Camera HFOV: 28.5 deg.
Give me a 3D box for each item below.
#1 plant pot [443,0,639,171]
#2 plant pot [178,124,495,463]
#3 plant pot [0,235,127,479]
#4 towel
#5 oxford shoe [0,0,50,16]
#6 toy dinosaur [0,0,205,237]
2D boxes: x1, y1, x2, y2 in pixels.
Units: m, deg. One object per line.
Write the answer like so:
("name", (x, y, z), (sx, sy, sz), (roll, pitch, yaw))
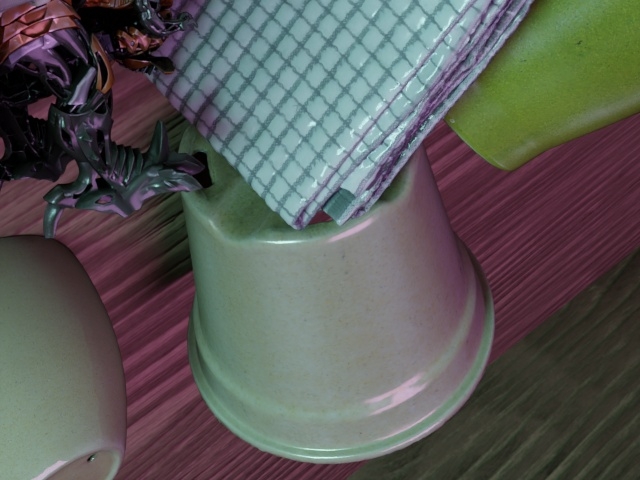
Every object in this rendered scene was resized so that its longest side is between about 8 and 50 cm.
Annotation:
("plant pot", (0.238, -0.255, 1.140), (0.353, 0.366, 0.366), (-38, 161, 19))
("plant pot", (0.000, 0.000, 1.237), (0.334, 0.334, 0.305), (-36, 146, -17))
("plant pot", (-0.288, 0.163, 1.154), (0.284, 0.191, 0.284), (-36, 158, -17))
("towel", (0.012, -0.178, 0.987), (0.284, 0.235, 0.121), (-52, 163, 22))
("oxford shoe", (-0.216, -0.176, 0.690), (0.449, 0.169, 0.130), (-23, 149, -26))
("toy dinosaur", (-0.195, -0.133, 0.870), (0.322, 0.164, 0.218), (-22, 123, -15))
